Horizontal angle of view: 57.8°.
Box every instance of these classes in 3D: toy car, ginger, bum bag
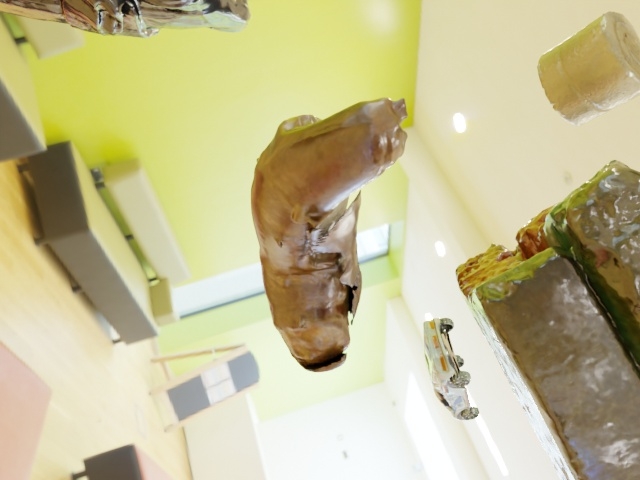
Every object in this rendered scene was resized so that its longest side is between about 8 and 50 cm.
[{"bbox_3d":[0.180,0.187,0.812,0.205,0.056,0.095,65,12,-49],"label":"toy car"},{"bbox_3d":[-0.007,-0.006,0.547,0.133,0.107,0.309,53,-28,40],"label":"ginger"},{"bbox_3d":[-0.170,-0.173,0.379,0.123,0.248,0.060,-41,146,-81],"label":"bum bag"}]

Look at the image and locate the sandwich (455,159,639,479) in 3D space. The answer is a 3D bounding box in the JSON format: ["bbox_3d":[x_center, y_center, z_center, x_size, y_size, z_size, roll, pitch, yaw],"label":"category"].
[{"bbox_3d":[0.171,0.084,0.371,0.292,0.109,0.212,61,0,-35],"label":"sandwich"}]

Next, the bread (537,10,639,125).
[{"bbox_3d":[0.476,-0.295,1.006,0.141,0.134,0.148,-29,-88,46],"label":"bread"}]
